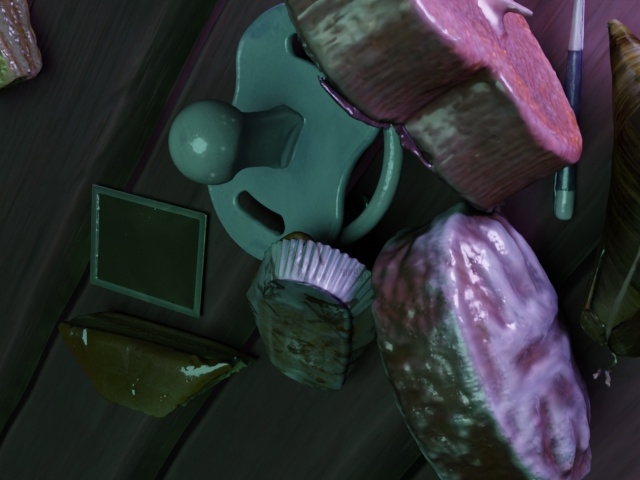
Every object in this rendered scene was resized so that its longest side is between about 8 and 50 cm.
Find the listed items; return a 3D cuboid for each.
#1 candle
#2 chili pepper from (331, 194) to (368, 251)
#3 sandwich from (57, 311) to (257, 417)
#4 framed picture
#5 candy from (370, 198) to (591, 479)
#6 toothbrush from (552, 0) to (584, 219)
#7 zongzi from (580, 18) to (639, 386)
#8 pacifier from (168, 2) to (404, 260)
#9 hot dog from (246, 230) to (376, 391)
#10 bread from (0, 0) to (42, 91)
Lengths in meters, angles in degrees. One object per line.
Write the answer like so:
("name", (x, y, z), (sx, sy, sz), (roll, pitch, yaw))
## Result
("candle", (0.114, -0.195, 0.770), (0.131, 0.287, 0.317), (-32, 127, 29))
("chili pepper", (-0.001, 0.000, 0.988), (0.153, 0.041, 0.050), (-31, 46, 31))
("sandwich", (-0.211, 0.158, 1.113), (0.258, 0.094, 0.096), (14, 108, 23))
("framed picture", (-0.226, 0.012, 1.130), (0.183, 0.011, 0.142), (14, 110, 24))
("candy", (0.152, 0.108, 0.833), (0.157, 0.214, 0.290), (-20, 96, 33))
("toothbrush", (0.241, -0.159, 0.826), (0.024, 0.026, 0.288), (7, 109, 25))
("zongzi", (0.281, -0.035, 0.805), (0.241, 0.111, 0.248), (54, 129, 26))
("pacifier", (-0.052, -0.095, 0.880), (0.238, 0.225, 0.287), (40, 122, 29))
("hot dog", (-0.009, 0.079, 0.927), (0.144, 0.075, 0.268), (24, 152, 7))
("bread", (-0.443, -0.278, 1.116), (0.138, 0.102, 0.196), (-16, 99, 33))
